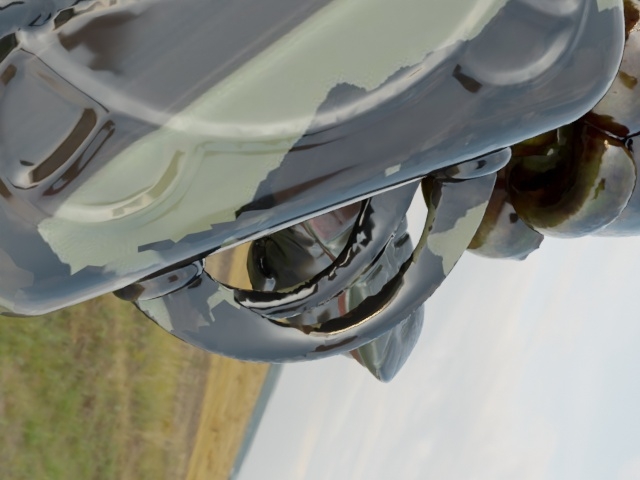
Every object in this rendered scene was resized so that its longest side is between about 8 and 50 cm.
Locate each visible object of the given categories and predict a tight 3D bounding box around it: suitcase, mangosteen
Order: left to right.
[{"bbox_3d":[-0.042,-0.111,0.424,0.194,0.352,0.339,32,-40,63],"label":"suitcase"},{"bbox_3d":[0.208,-0.132,0.749,0.347,0.307,0.307,-43,163,-37],"label":"mangosteen"}]

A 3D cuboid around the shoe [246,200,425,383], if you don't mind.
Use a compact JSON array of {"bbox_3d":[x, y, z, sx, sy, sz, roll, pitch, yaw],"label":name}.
[{"bbox_3d":[0.000,0.000,0.824,0.114,0.137,0.291,-50,136,-34],"label":"shoe"}]
